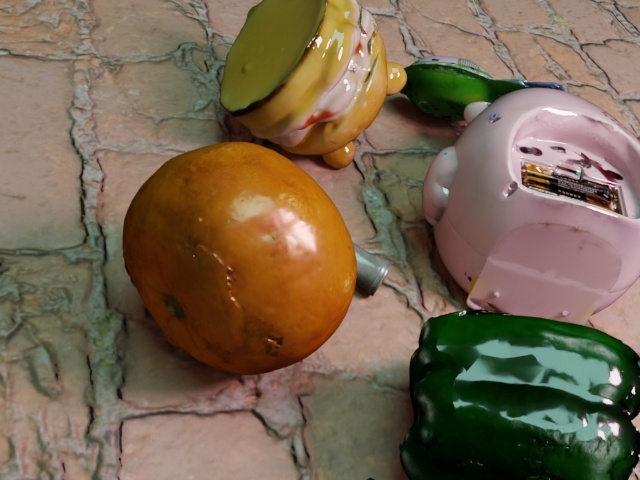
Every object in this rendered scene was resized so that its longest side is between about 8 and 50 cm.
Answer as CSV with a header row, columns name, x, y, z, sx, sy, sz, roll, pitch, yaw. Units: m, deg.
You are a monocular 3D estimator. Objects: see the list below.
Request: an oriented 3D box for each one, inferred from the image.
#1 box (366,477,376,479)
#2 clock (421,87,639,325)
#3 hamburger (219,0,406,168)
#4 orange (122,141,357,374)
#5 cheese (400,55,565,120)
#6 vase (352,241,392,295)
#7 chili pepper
name,x,y,z,sx,sy,sz,roll,pitch,yaw
box,0.090,0.366,0.622,0.261,0.279,0.116,29,48,10
clock,0.344,-0.085,1.144,0.368,0.250,0.377,15,46,-2
hamburger,-0.004,-0.262,1.199,0.237,0.276,0.276,30,37,-34
orange,-0.094,0.020,0.879,0.284,0.284,0.226,35,54,15
cheese,0.274,-0.265,1.322,0.320,0.204,0.083,9,80,31
vase,0.000,0.000,1.076,0.214,0.086,0.086,32,46,6
chili pepper,0.222,0.199,0.864,0.256,0.233,0.248,14,41,3
